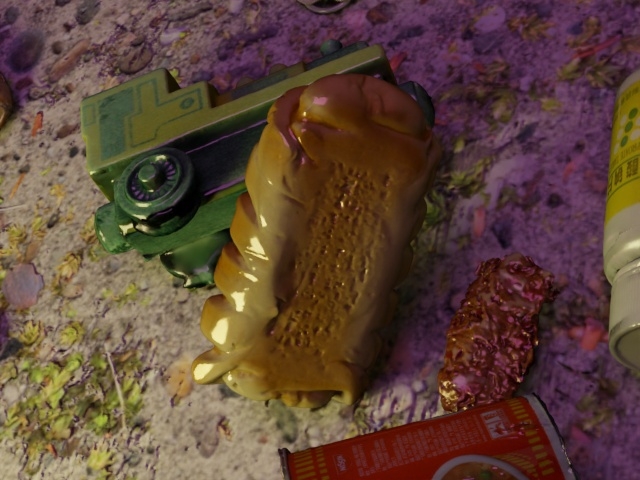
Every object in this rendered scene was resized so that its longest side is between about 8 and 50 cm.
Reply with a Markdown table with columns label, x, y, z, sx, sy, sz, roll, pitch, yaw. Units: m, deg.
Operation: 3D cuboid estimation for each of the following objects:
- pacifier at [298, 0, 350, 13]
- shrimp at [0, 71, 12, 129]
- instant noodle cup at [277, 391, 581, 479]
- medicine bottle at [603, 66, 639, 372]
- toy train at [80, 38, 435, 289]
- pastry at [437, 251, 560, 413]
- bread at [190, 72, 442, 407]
| label | x | y | z | sx | sy | sz | roll | pitch | yaw |
| --- | --- | --- | --- | --- | --- | --- | --- | --- | --- |
| pacifier | 0.001 | -0.310 | 1.302 | 0.099 | 0.078 | 0.082 | -1 | 81 | 21 |
| shrimp | -0.470 | -0.195 | 1.447 | 0.126 | 0.047 | 0.223 | -43 | 55 | 6 |
| instant noodle cup | 0.096 | 0.216 | 0.885 | 0.212 | 0.193 | 0.193 | -20 | 54 | 0 |
| medicine bottle | 0.315 | -0.020 | 0.953 | 0.143 | 0.143 | 0.258 | -1 | 61 | 22 |
| toy train | -0.066 | -0.107 | 1.169 | 0.369 | 0.150 | 0.237 | -20 | 49 | 8 |
| pastry | 0.155 | 0.093 | 1.003 | 0.087 | 0.063 | 0.169 | 17 | 63 | 20 |
| bread | 0.000 | 0.000 | 1.004 | 0.121 | 0.172 | 0.311 | -121 | 47 | -67 |
